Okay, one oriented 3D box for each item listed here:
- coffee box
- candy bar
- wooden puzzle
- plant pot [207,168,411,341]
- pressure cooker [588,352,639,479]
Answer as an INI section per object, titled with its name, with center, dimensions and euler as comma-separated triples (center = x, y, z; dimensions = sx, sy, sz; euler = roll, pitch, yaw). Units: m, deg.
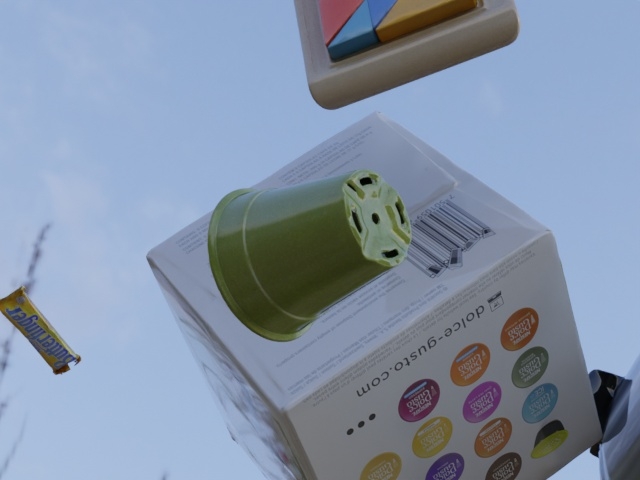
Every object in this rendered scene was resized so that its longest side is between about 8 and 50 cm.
[coffee box]
center = 0.063, 0.122, 1.567
dimensions = 0.338, 0.338, 0.334
euler = -32, -50, -15
[candy bar]
center = -0.321, 0.104, 1.585
dimensions = 0.040, 0.018, 0.161
euler = -33, -41, -5
[wooden puzzle]
center = 0.076, -0.265, 1.429
dimensions = 0.221, 0.238, 0.044
euler = -19, -36, 12
[plant pot]
center = 0.000, 0.000, 0.694
dimensions = 0.079, 0.083, 0.083
euler = -24, -49, 37
[pressure cooker]
center = 0.537, 0.246, 1.669
dimensions = 0.376, 0.369, 0.420
euler = -18, -27, -16
